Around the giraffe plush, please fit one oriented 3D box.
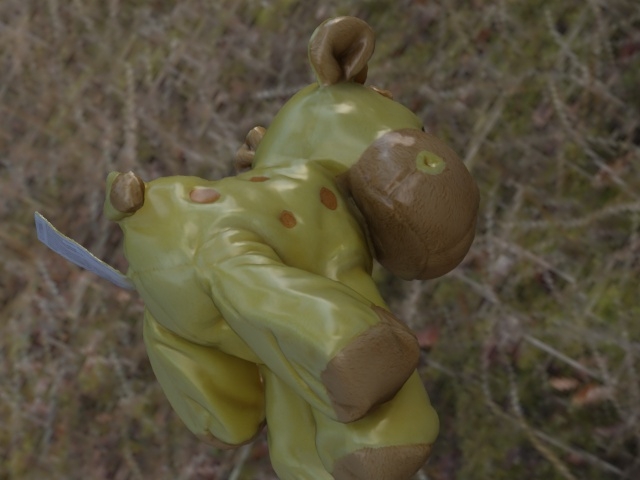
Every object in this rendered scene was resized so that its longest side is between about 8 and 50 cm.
[{"bbox_3d":[0.000,0.000,0.723,0.170,0.210,0.181,-45,-9,-28],"label":"giraffe plush"}]
